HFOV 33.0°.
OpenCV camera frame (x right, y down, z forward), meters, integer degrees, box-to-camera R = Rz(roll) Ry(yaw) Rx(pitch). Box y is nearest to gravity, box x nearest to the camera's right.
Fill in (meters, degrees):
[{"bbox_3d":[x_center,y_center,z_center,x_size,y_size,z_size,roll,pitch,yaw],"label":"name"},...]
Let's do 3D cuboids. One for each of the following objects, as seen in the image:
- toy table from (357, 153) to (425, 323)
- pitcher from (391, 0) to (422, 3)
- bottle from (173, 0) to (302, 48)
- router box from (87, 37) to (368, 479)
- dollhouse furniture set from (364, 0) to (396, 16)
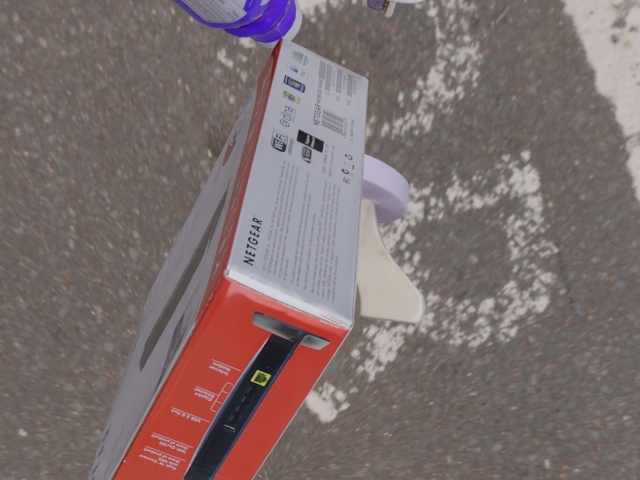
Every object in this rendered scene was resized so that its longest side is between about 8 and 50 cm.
[{"bbox_3d":[0.000,0.000,1.222,0.252,0.274,0.161,5,80,25],"label":"toy table"},{"bbox_3d":[0.055,-0.252,0.536,0.177,0.125,0.207,-31,84,12],"label":"pitcher"},{"bbox_3d":[-0.101,-0.278,1.098,0.092,0.283,0.118,4,79,23],"label":"bottle"},{"bbox_3d":[-0.071,0.053,0.800,0.082,0.335,0.301,24,121,-12],"label":"router box"},{"bbox_3d":[0.007,-0.216,0.793,0.114,0.091,0.081,24,39,6],"label":"dollhouse furniture set"}]
